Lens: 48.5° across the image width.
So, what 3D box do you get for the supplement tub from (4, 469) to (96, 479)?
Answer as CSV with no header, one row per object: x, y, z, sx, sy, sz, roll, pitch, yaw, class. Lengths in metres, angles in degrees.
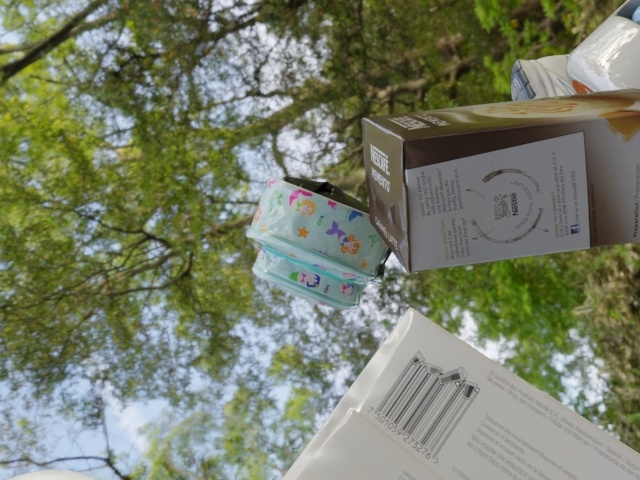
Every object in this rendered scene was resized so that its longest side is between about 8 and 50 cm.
-0.242,0.414,0.684,0.241,0.240,0.332,-59,-37,-53,supplement tub

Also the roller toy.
0.365,-0.160,0.717,0.209,0.146,0.191,52,-164,18,roller toy

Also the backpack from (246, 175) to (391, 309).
0.000,0.000,1.117,0.253,0.225,0.191,50,-118,-77,backpack

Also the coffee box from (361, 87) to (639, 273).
0.168,-0.055,0.560,0.141,0.246,0.098,-119,22,-72,coffee box

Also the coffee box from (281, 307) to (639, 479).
0.185,0.346,0.870,0.338,0.337,0.334,-53,-34,-6,coffee box

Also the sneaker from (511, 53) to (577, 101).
0.406,-0.173,1.106,0.111,0.129,0.297,72,179,-73,sneaker
